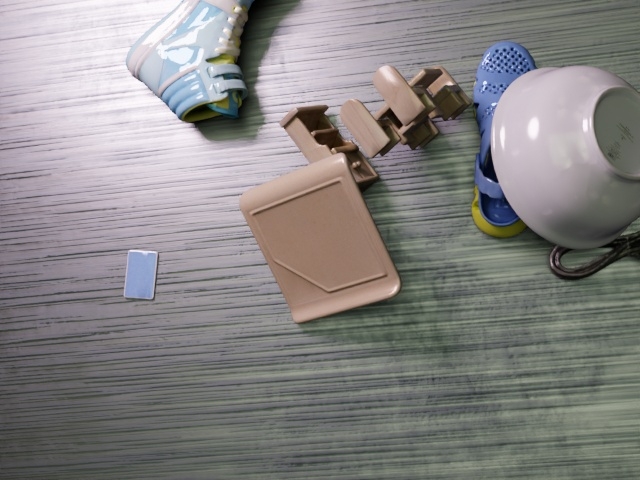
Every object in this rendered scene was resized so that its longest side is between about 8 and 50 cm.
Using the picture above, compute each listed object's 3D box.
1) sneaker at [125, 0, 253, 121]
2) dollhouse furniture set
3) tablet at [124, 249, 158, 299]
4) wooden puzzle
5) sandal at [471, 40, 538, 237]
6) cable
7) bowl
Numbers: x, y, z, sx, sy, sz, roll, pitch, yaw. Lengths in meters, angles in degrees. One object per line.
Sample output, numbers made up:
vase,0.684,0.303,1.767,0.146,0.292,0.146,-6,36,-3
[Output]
sneaker,-0.157,-0.330,1.495,0.319,0.127,0.208,-42,77,11
dollhouse furniture set,0.081,-0.206,1.402,0.242,0.212,0.161,-42,79,29
tablet,-0.312,0.059,1.524,0.054,0.006,0.083,3,84,9
wooden puzzle,0.000,0.000,1.406,0.220,0.044,0.239,-19,98,34
sandal,0.302,-0.170,1.399,0.126,0.138,0.318,-2,81,10
cable,0.510,0.002,1.378,0.287,0.072,0.140,3,78,9
bowl,0.413,-0.143,1.309,0.297,0.134,0.298,6,75,-24
